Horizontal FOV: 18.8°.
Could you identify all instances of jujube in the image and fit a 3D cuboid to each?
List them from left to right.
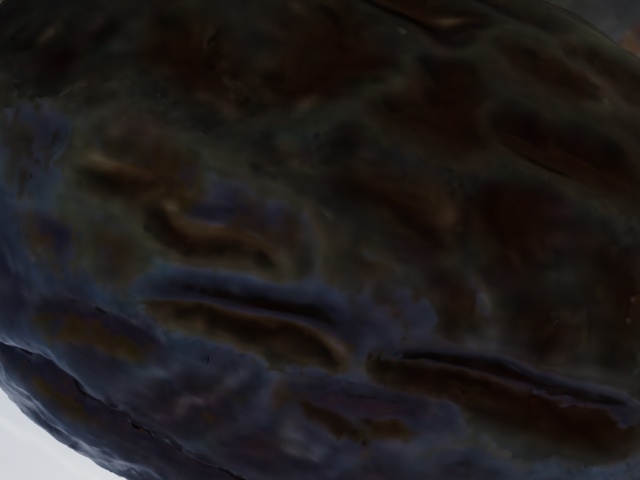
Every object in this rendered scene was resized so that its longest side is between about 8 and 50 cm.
[{"bbox_3d":[0.002,-0.009,0.738,0.308,0.215,0.246,14,-161,-10],"label":"jujube"}]
